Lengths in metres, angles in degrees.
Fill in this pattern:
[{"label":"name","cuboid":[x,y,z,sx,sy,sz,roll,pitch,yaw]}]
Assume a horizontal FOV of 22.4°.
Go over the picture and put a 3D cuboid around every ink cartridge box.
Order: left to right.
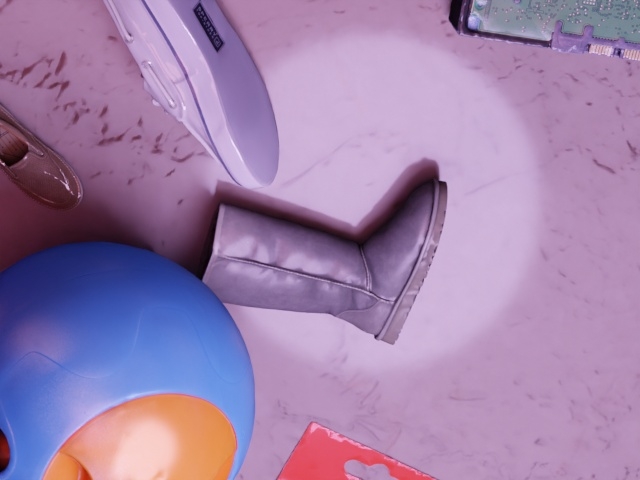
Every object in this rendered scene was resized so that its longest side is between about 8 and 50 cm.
[{"label":"ink cartridge box","cuboid":[0.014,0.328,1.668,0.189,0.066,0.232,26,111,-13]}]

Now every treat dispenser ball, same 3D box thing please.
[{"label":"treat dispenser ball","cuboid":[-0.203,0.144,1.454,0.288,0.288,0.288,-2,111,-4]}]

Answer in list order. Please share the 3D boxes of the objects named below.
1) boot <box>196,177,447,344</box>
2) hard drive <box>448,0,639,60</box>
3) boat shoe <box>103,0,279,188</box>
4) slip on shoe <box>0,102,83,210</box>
[{"label":"boot","cuboid":[0.000,0.000,1.540,0.208,0.076,0.190,20,106,-5]},{"label":"hard drive","cuboid":[0.259,-0.334,1.432,0.237,0.064,0.339,6,109,-7]},{"label":"boat shoe","cuboid":[-0.121,-0.158,1.463,0.084,0.095,0.258,-14,111,31]},{"label":"slip on shoe","cuboid":[-0.275,-0.075,1.496,0.051,0.041,0.135,-37,109,9]}]
